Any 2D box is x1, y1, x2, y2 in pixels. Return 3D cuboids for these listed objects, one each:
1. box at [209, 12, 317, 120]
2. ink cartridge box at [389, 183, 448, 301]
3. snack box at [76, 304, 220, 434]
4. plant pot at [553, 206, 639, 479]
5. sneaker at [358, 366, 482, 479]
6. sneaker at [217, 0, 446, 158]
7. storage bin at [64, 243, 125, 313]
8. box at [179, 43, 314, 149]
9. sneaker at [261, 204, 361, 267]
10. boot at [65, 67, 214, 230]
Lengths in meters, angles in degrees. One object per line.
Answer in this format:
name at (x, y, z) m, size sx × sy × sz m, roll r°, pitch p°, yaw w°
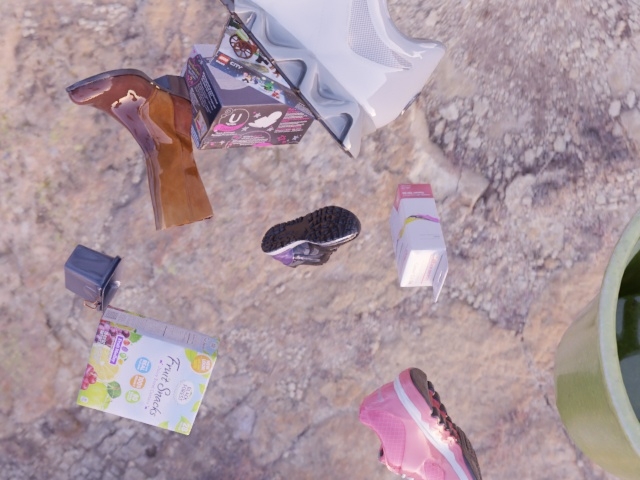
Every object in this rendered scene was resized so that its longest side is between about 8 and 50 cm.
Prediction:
box at (-0.051, -0.305, 1.289) m, size 0.233 × 0.159 × 0.044 m, roll 24°, pitch 151°, yaw -20°
ink cartridge box at (0.178, 0.005, 1.446) m, size 0.067 × 0.198 × 0.115 m, roll -1°, pitch 141°, yaw -7°
snack box at (-0.299, 0.227, 1.370) m, size 0.207 × 0.070 × 0.175 m, roll 17°, pitch 112°, yaw -9°
plant pot at (0.310, 0.102, 0.624) m, size 0.275 × 0.254 × 0.276 m, roll 1°, pitch 74°, yaw -3°
sneaker at (0.170, 0.350, 1.300) m, size 0.136 × 0.116 × 0.314 m, roll -27°, pitch 110°, yaw 14°
sneaker at (-0.028, -0.234, 0.626) m, size 0.146 × 0.122 × 0.330 m, roll -41°, pitch 112°, yaw 6°
storage bin at (-0.437, 0.073, 1.492) m, size 0.091 × 0.098 × 0.135 m, roll 25°, pitch 149°, yaw -2°
box at (-0.143, -0.293, 1.579) m, size 0.142 × 0.247 × 0.163 m, roll -48°, pitch 59°, yaw 46°
sneaker at (0.000, 0.000, 1.903) m, size 0.283 × 0.107 × 0.124 m, roll -11°, pitch 142°, yaw 38°
boot at (-0.317, -0.154, 1.398) m, size 0.096 × 0.264 × 0.281 m, roll -11°, pitch 89°, yaw 30°
